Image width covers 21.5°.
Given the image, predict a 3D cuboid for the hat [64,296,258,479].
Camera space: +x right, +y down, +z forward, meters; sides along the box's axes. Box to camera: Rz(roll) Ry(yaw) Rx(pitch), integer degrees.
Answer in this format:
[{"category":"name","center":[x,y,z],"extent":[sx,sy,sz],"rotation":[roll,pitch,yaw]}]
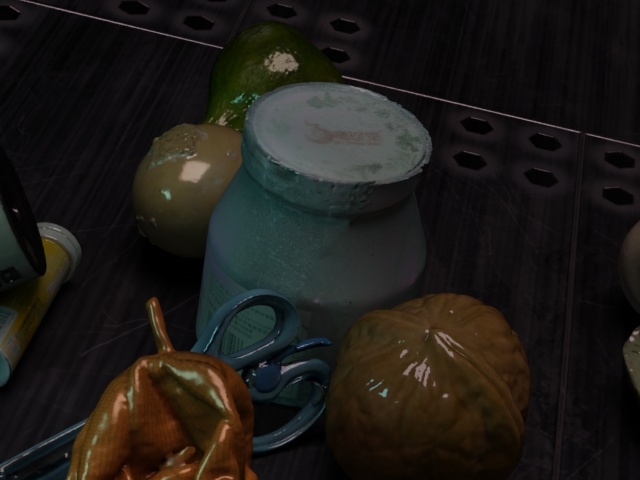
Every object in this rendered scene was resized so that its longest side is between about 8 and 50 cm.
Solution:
[{"category":"hat","center":[-0.151,0.168,1.518],"extent":[0.244,0.233,0.233],"rotation":[-5,0,-1]}]

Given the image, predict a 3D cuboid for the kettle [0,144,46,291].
[{"category":"kettle","center":[-0.417,0.026,1.745],"extent":[0.236,0.161,0.221],"rotation":[-20,62,-1]}]

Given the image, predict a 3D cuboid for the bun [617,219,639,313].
[{"category":"bun","center":[0.432,0.049,2.007],"extent":[0.173,0.173,0.120],"rotation":[21,62,13]}]

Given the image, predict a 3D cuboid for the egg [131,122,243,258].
[{"category":"egg","center":[-0.136,-0.057,1.976],"extent":[0.164,0.164,0.201],"rotation":[26,23,19]}]

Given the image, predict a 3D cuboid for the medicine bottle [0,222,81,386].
[{"category":"medicine bottle","center":[-0.327,0.068,1.823],"extent":[0.074,0.074,0.218],"rotation":[15,36,4]}]

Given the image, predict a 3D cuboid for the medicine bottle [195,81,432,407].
[{"category":"medicine bottle","center":[0.000,0.000,1.825],"extent":[0.245,0.290,0.245],"rotation":[8,35,-5]}]

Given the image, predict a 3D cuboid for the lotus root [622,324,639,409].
[{"category":"lotus root","center":[0.426,0.173,1.895],"extent":[0.183,0.078,0.203],"rotation":[4,37,-6]}]

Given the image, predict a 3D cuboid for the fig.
[{"category":"fig","center":[-0.087,-0.155,2.138],"extent":[0.203,0.203,0.235],"rotation":[33,55,28]}]

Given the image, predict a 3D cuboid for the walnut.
[{"category":"walnut","center":[0.108,0.157,1.690],"extent":[0.228,0.228,0.228],"rotation":[8,34,-6]}]

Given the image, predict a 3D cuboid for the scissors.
[{"category":"scissors","center":[-0.160,0.176,1.674],"extent":[0.393,0.180,0.032],"rotation":[-24,26,-22]}]
